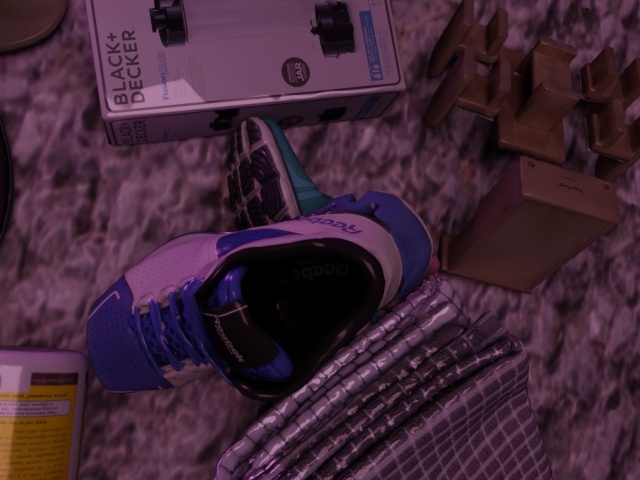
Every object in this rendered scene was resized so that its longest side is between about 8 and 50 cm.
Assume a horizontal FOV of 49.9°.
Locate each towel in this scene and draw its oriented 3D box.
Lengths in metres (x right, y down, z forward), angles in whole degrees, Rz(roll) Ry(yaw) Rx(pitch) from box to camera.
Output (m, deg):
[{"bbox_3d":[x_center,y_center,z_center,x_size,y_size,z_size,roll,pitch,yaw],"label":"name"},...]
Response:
[{"bbox_3d":[0.078,0.209,0.605,0.284,0.121,0.235,-36,121,-15],"label":"towel"}]

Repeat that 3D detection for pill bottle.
[{"bbox_3d":[-0.265,0.198,0.575,0.117,0.117,0.215,5,82,-11],"label":"pill bottle"}]

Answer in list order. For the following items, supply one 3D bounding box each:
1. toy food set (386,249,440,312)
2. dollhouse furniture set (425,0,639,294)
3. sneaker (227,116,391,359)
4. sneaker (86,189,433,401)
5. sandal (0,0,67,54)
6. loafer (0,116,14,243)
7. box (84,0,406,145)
[{"bbox_3d":[0.096,0.028,0.686,0.078,0.019,0.122,37,46,-39],"label":"toy food set"},{"bbox_3d":[0.211,-0.092,0.727,0.212,0.161,0.242,15,58,-10],"label":"dollhouse furniture set"},{"bbox_3d":[0.000,0.000,0.682,0.110,0.107,0.275,-33,96,-33],"label":"sneaker"},{"bbox_3d":[-0.075,0.050,0.541,0.316,0.182,0.127,-20,95,18],"label":"sneaker"},{"bbox_3d":[-0.362,-0.254,0.582,0.303,0.086,0.120,21,77,-41],"label":"sandal"},{"bbox_3d":[-0.338,-0.008,0.596,0.109,0.095,0.302,5,82,-12],"label":"loafer"},{"bbox_3d":[-0.077,-0.197,0.680,0.290,0.087,0.169,-7,84,-13],"label":"box"}]
